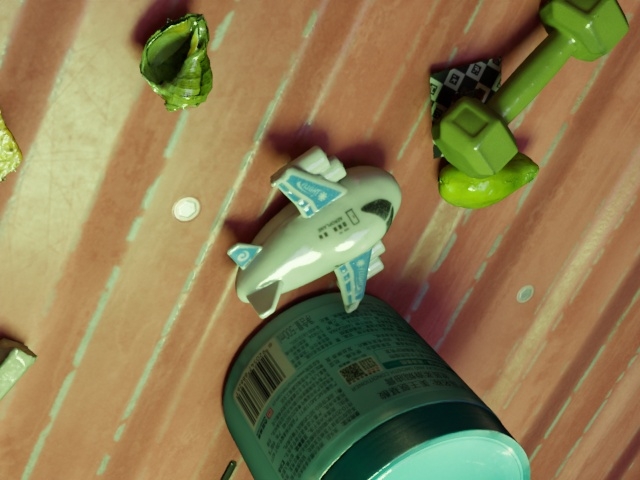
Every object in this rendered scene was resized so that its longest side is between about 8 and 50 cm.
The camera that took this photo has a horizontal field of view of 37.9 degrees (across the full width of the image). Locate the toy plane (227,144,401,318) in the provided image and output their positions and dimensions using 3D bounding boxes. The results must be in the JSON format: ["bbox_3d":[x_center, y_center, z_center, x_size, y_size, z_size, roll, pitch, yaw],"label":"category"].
[{"bbox_3d":[-0.002,-0.003,1.253,0.266,0.122,0.267,-16,126,-24],"label":"toy plane"}]

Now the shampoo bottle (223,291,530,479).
[{"bbox_3d":[0.064,0.291,1.334,0.331,0.343,0.331,-15,127,-22],"label":"shampoo bottle"}]

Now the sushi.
[{"bbox_3d":[0.199,-0.189,1.310,0.120,0.026,0.126,-16,118,-22],"label":"sushi"}]

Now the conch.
[{"bbox_3d":[-0.162,-0.200,1.059,0.089,0.074,0.121,-7,127,-39],"label":"conch"}]

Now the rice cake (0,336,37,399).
[{"bbox_3d":[-0.455,0.225,1.177,0.052,0.057,0.256,40,95,-15],"label":"rice cake"}]

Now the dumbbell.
[{"bbox_3d":[0.283,-0.219,1.262,0.302,0.121,0.108,-48,154,-4],"label":"dumbbell"}]

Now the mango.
[{"bbox_3d":[0.246,-0.088,1.360,0.165,0.091,0.074,-10,113,-24],"label":"mango"}]

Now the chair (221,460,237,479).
[{"bbox_3d":[-0.131,0.513,1.488,0.247,0.159,0.172,-49,133,5],"label":"chair"}]

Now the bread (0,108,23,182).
[{"bbox_3d":[-0.414,-0.085,0.997,0.187,0.065,0.103,-37,133,-6],"label":"bread"}]
